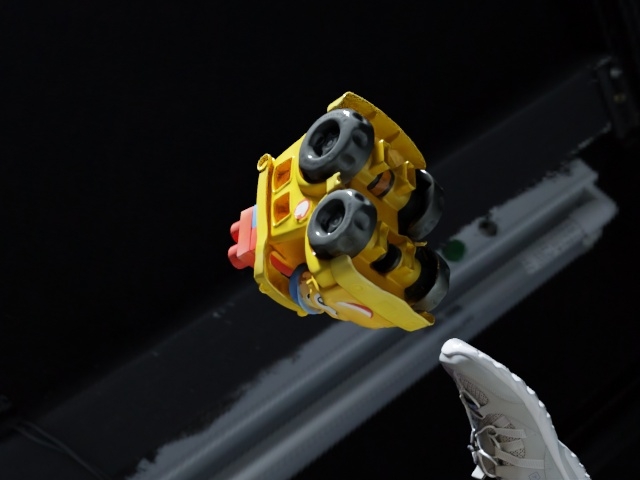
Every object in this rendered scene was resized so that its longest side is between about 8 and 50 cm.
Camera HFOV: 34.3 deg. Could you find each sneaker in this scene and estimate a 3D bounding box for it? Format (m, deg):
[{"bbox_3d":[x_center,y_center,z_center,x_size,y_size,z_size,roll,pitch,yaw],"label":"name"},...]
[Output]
[{"bbox_3d":[0.225,0.244,1.267,0.115,0.105,0.281,-38,-78,-6],"label":"sneaker"}]

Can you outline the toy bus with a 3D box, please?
[{"bbox_3d":[0.000,0.000,1.009,0.149,0.211,0.220,37,-142,-39],"label":"toy bus"}]
